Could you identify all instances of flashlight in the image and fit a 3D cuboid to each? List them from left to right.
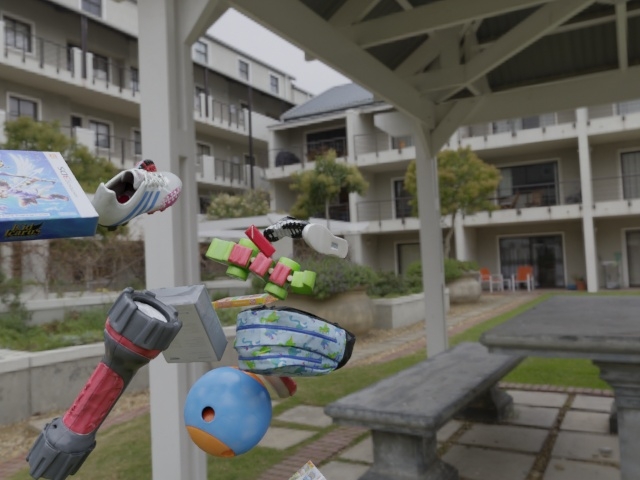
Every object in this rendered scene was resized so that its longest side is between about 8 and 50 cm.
[{"bbox_3d":[-0.326,0.218,0.811,0.103,0.304,0.103,32,4,-36],"label":"flashlight"}]

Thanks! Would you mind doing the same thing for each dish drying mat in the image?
[{"bbox_3d":[-0.140,0.003,1.282,0.032,0.083,0.008,-48,13,-32],"label":"dish drying mat"}]

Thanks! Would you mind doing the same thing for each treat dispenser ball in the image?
[{"bbox_3d":[-0.304,0.563,1.812,0.288,0.288,0.288,-3,-2,0],"label":"treat dispenser ball"}]

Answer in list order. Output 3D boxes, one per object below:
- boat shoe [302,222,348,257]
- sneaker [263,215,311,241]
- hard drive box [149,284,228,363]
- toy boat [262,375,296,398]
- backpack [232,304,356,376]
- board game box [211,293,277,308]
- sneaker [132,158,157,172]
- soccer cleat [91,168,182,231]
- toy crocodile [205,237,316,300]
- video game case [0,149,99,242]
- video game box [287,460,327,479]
[{"bbox_3d":[0.000,0.000,1.318,0.063,0.066,0.184,6,-5,33],"label":"boat shoe"},{"bbox_3d":[-0.113,-0.056,2.112,0.234,0.078,0.106,-10,29,41],"label":"sneaker"},{"bbox_3d":[-0.404,0.254,1.638,0.181,0.232,0.089,-5,33,14],"label":"hard drive box"},{"bbox_3d":[-0.144,0.436,1.959,0.151,0.231,0.151,-35,-21,-18],"label":"toy boat"},{"bbox_3d":[-0.108,0.318,1.714,0.290,0.273,0.355,-3,-34,34],"label":"backpack"},{"bbox_3d":[-0.298,0.243,2.208,0.259,0.039,0.124,-5,2,20],"label":"board game box"},{"bbox_3d":[-0.582,-0.164,1.636,0.125,0.104,0.262,0,33,16],"label":"sneaker"},{"bbox_3d":[-0.477,-0.140,1.486,0.116,0.143,0.331,31,34,8],"label":"soccer cleat"},{"bbox_3d":[-0.170,0.073,1.555,0.341,0.115,0.105,23,-16,15],"label":"toy crocodile"},{"bbox_3d":[-0.629,-0.097,1.111,0.269,0.061,0.244,-6,43,-46],"label":"video game case"},{"bbox_3d":[-0.070,0.751,1.622,0.187,0.048,0.205,-36,-1,-16],"label":"video game box"}]
